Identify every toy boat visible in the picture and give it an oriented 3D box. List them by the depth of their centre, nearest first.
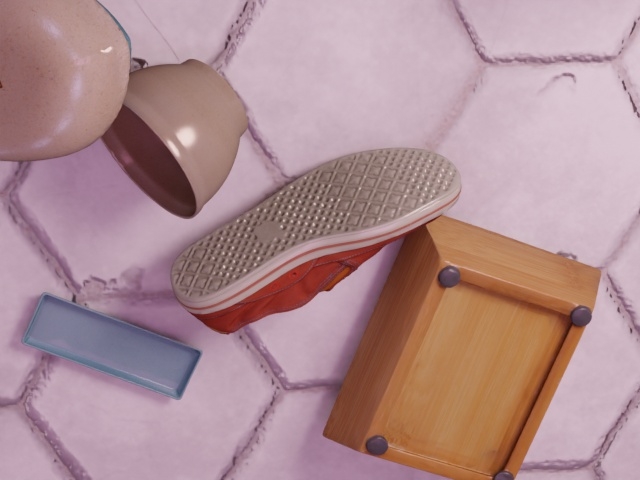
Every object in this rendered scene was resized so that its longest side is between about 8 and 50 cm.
[{"bbox_3d":[-0.297,-0.236,1.668,0.267,0.148,0.318,-2,109,34],"label":"toy boat"}]

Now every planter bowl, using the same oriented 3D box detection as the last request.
[{"bbox_3d":[-0.144,-0.118,1.751,0.109,0.162,0.162,-41,113,-20],"label":"planter bowl"}]

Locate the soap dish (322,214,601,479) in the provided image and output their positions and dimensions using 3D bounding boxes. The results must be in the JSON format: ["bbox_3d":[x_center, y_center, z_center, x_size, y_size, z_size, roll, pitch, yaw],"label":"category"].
[{"bbox_3d":[0.162,0.135,1.900,0.229,0.118,0.291,18,105,-15],"label":"soap dish"}]

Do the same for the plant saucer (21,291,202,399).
[{"bbox_3d":[-0.230,0.115,1.888,0.192,0.018,0.067,22,106,-15],"label":"plant saucer"}]

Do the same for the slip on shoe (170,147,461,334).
[{"bbox_3d":[0.000,0.000,1.840,0.331,0.123,0.101,-27,140,-1],"label":"slip on shoe"}]
